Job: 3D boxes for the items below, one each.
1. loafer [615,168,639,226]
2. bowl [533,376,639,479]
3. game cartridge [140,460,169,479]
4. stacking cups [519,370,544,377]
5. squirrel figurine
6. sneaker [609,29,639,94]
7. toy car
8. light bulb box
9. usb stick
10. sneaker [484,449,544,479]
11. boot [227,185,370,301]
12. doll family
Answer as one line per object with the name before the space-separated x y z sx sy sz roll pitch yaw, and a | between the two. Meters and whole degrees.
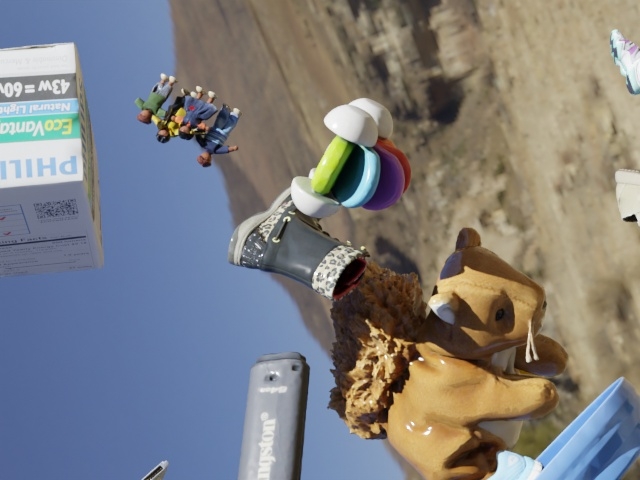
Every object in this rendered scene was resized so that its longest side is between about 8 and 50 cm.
loafer | 0.528 -0.053 1.754 0.268 0.102 0.092 -145 54 -75
bowl | 0.275 0.337 1.483 0.077 0.391 0.391 43 179 12
game cartridge | -0.302 0.428 2.075 0.017 0.056 0.083 41 -136 11
stacking cups | 0.352 0.395 2.346 0.096 0.096 0.316 -92 17 -76
squirrel figurine | 0.177 0.166 1.795 0.281 0.397 0.370 -57 -29 -42
sneaker | 0.436 -0.248 1.591 0.038 0.069 0.098 76 176 -75
toy car | 0.055 -0.097 1.605 0.136 0.159 0.182 32 -160 9
light bulb box | -0.516 -0.101 1.754 0.361 0.358 0.225 106 157 -68
usb stick | -0.056 0.252 1.272 0.045 0.077 0.278 44 -137 -46
sneaker | 0.196 0.318 1.377 0.073 0.162 0.063 29 168 21
boot | -0.001 0.002 1.695 0.236 0.179 0.085 -36 -39 -50
doll family | -0.222 -0.197 1.975 0.193 0.111 0.076 21 162 27
